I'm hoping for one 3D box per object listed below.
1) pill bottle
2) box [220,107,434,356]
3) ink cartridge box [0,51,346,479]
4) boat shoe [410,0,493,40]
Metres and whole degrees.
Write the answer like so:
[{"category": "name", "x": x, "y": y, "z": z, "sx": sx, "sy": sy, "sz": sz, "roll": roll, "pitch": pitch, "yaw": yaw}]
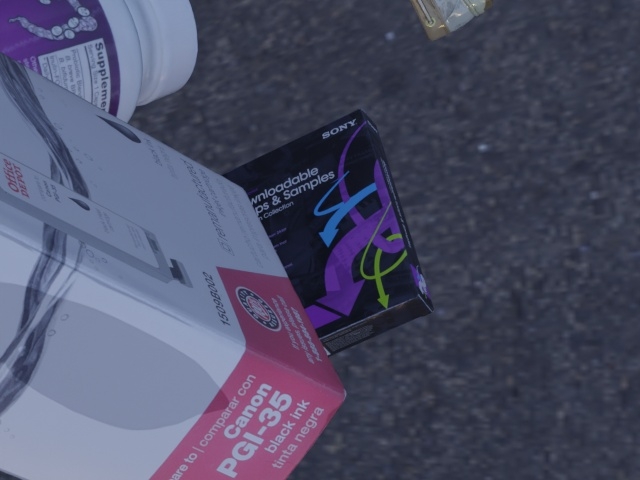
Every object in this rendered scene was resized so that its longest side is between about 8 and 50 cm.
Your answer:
[{"category": "pill bottle", "x": -0.248, "y": -0.135, "z": 1.419, "sx": 0.301, "sy": 0.169, "sz": 0.169, "roll": -24, "pitch": 98, "yaw": -39}, {"category": "box", "x": 0.000, "y": 0.000, "z": 1.216, "sx": 0.029, "sy": 0.116, "sz": 0.162, "roll": 49, "pitch": 20, "yaw": -51}, {"category": "ink cartridge box", "x": -0.151, "y": 0.007, "z": 0.875, "sx": 0.283, "sy": 0.207, "sz": 0.117, "roll": 29, "pitch": 109, "yaw": -32}, {"category": "boat shoe", "x": 0.032, "y": -0.158, "z": 0.931, "sx": 0.045, "sy": 0.050, "sz": 0.135, "roll": -40, "pitch": 106, "yaw": 10}]
